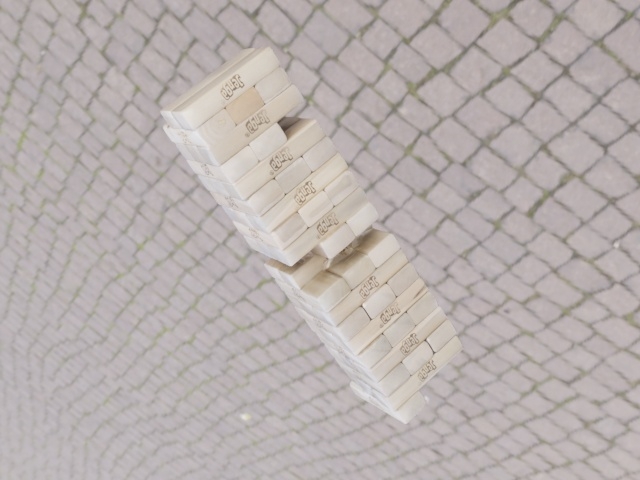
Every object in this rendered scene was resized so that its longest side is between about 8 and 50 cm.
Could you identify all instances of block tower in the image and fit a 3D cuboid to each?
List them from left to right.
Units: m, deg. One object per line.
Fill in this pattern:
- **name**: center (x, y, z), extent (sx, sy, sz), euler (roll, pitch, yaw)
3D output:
- **block tower**: center (0.000, 0.000, 0.758), extent (0.335, 0.097, 0.091), euler (57, 164, -23)
